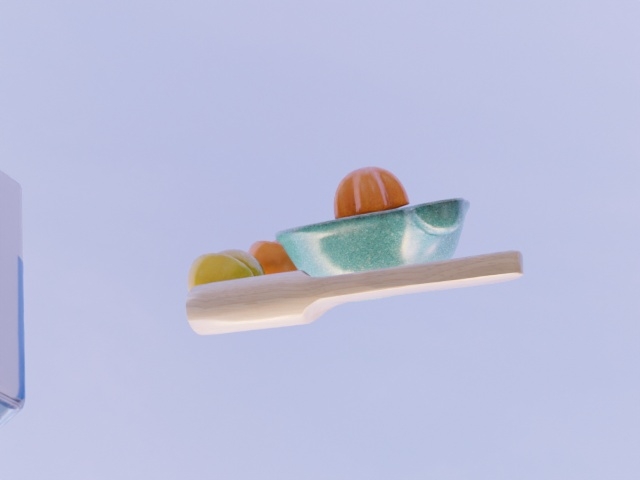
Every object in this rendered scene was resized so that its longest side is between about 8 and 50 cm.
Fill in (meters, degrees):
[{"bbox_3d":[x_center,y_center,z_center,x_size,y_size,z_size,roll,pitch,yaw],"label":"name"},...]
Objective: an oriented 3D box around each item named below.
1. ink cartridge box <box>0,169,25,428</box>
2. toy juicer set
[{"bbox_3d":[-0.303,0.083,0.354,0.307,0.223,0.129,-42,-53,5],"label":"ink cartridge box"},{"bbox_3d":[0.000,0.000,0.492,0.209,0.329,0.090,-9,-90,4],"label":"toy juicer set"}]
